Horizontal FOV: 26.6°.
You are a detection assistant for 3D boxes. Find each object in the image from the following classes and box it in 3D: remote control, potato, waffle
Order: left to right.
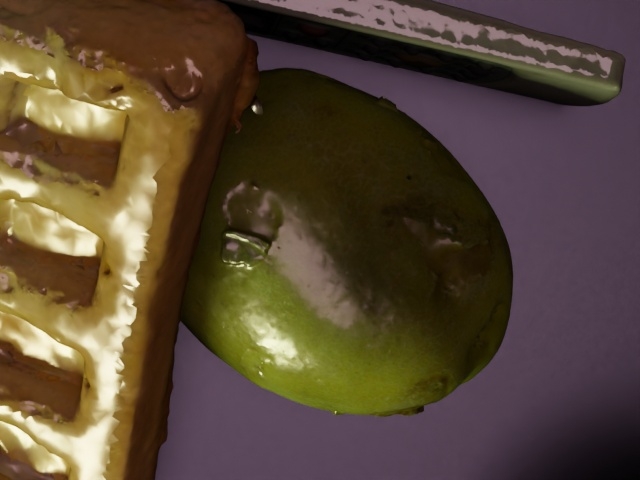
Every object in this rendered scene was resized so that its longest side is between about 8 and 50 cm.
[{"bbox_3d":[-0.207,0.001,0.729,0.304,0.077,0.348,19,122,6],"label":"waffle"},{"bbox_3d":[0.000,0.000,0.806,0.253,0.148,0.186,23,94,-7],"label":"potato"},{"bbox_3d":[0.038,-0.125,0.816,0.285,0.123,0.038,14,91,-8],"label":"remote control"}]
